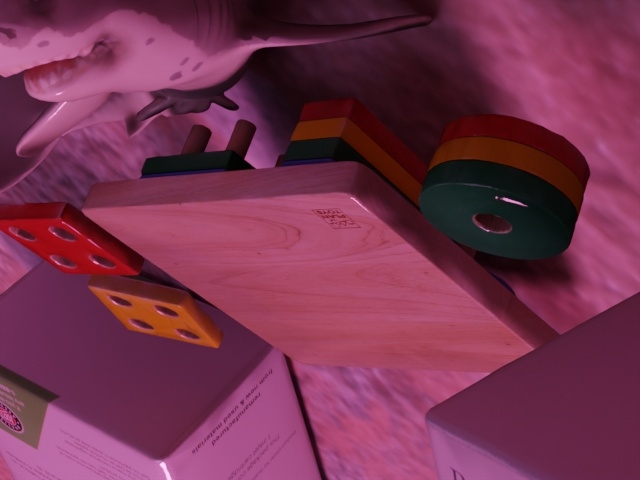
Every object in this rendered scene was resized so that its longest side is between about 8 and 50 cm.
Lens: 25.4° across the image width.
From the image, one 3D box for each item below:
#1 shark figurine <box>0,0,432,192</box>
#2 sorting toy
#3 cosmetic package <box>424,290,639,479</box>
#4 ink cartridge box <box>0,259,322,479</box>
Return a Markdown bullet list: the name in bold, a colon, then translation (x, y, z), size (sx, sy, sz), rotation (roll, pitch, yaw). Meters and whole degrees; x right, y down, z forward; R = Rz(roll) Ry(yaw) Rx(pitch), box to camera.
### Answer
- **shark figurine**: translation (-0.072, -0.093, 0.514), size (0.278, 0.166, 0.116), rotation (168, 87, -73)
- **sorting toy**: translation (0.000, 0.000, 0.523), size (0.274, 0.046, 0.132), rotation (-3, 149, 43)
- **cosmetic package**: translation (0.160, 0.145, 0.370), size (0.224, 0.138, 0.224), rotation (21, 128, 54)
- **ink cartridge box**: translation (-0.082, 0.130, 0.755), size (0.160, 0.092, 0.219), rotation (21, 142, 34)
